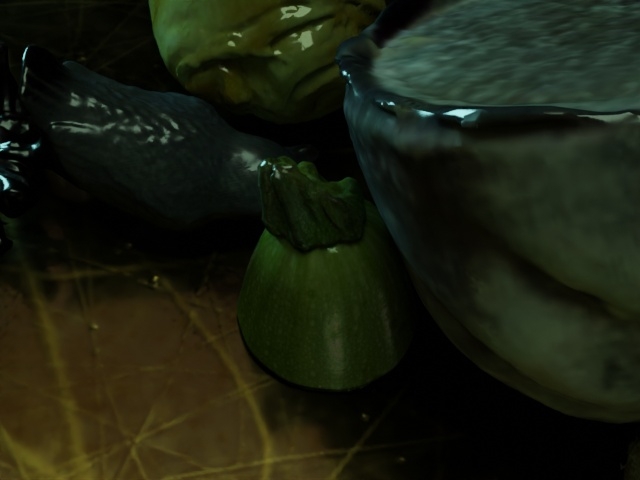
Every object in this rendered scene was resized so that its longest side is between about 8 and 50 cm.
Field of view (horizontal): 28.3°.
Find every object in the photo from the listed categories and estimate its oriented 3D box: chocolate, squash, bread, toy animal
[{"bbox_3d":[0.171,-0.022,0.650,0.303,0.213,0.303,-10,22,4],"label":"chocolate"},{"bbox_3d":[0.005,0.003,0.670,0.105,0.132,0.105,0,53,0],"label":"squash"},{"bbox_3d":[-0.041,-0.191,0.815,0.152,0.130,0.267,-2,55,-11],"label":"bread"},{"bbox_3d":[-0.105,-0.066,0.728,0.210,0.117,0.121,0,47,0],"label":"toy animal"}]

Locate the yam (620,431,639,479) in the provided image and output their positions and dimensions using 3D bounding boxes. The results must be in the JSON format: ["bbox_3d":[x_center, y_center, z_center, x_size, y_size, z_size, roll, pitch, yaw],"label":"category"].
[{"bbox_3d":[0.222,0.129,0.627,0.127,0.084,0.084,-1,54,-9],"label":"yam"}]
